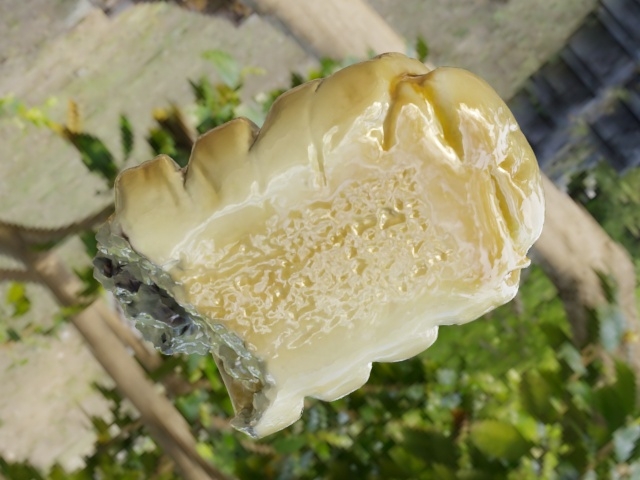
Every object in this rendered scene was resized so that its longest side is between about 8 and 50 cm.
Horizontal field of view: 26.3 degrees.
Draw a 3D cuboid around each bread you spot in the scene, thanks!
[{"bbox_3d":[0.000,0.000,0.537,0.177,0.119,0.084,-26,-166,4],"label":"bread"}]
